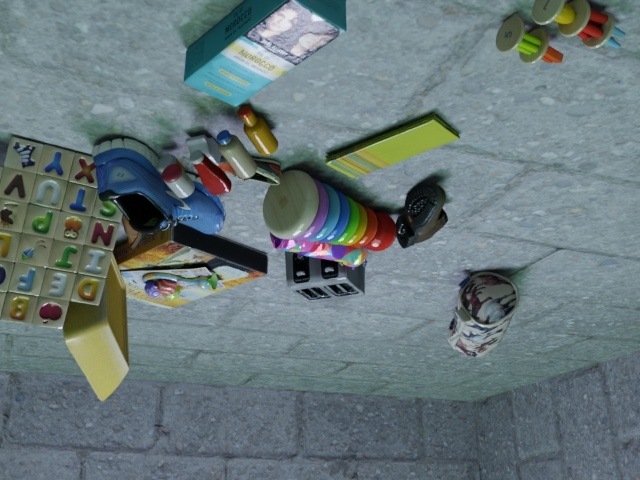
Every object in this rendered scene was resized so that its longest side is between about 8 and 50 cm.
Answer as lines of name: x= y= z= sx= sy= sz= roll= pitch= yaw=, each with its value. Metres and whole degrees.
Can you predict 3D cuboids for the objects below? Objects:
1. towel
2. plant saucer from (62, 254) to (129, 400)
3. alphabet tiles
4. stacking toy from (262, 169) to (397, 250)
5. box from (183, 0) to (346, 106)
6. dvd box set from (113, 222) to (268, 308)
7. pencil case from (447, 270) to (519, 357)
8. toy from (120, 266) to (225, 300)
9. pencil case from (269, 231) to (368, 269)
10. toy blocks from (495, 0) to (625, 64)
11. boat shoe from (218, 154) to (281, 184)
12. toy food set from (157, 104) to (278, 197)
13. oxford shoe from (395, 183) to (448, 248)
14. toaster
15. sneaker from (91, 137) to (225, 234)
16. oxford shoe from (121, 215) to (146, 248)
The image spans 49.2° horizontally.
towel: x=0.130 y=-0.172 z=1.299 sx=0.237 sy=0.021 sz=0.102 roll=-18 pitch=157 yaw=34
plant saucer: x=-0.499 y=0.147 z=1.588 sx=0.081 sy=0.332 sz=0.332 roll=-9 pitch=146 yaw=-7
alphabet tiles: x=-0.530 y=-0.008 z=1.312 sx=0.285 sy=0.342 sz=0.011 roll=14 pitch=-176 yaw=-30
stacking toy: x=0.040 y=-0.046 z=1.481 sx=0.141 sy=0.141 sz=0.330 roll=-20 pitch=157 yaw=39
box: x=-0.083 y=-0.279 z=0.983 sx=0.101 sy=0.060 sz=0.244 roll=19 pitch=150 yaw=-39
dvd box set: x=-0.389 y=0.076 z=1.819 sx=0.421 sy=0.062 sz=0.308 roll=-20 pitch=150 yaw=38
pencil case: x=0.466 y=0.229 z=2.066 sx=0.184 sy=0.159 sz=0.410 roll=-18 pitch=157 yaw=-2
toy: x=-0.376 y=0.117 z=1.767 sx=0.238 sy=0.056 sz=0.137 roll=-6 pitch=154 yaw=13
pencil case: x=0.000 y=0.000 z=1.593 sx=0.237 sy=0.104 sz=0.104 roll=16 pitch=152 yaw=-28
toy blocks: x=0.342 y=-0.285 z=0.985 sx=0.148 sy=0.054 sz=0.123 roll=13 pitch=153 yaw=-29
boat shoe: x=-0.143 y=-0.135 z=1.347 sx=0.137 sy=0.043 sz=0.049 roll=7 pitch=158 yaw=-13
toy food set: x=-0.202 y=-0.152 z=1.229 sx=0.233 sy=0.111 sz=0.104 roll=-9 pitch=144 yaw=21
oxford shoe: x=0.232 y=-0.063 z=1.504 sx=0.096 sy=0.082 sz=0.227 roll=-15 pitch=161 yaw=-15
toaster: x=0.017 y=0.081 z=1.777 sx=0.168 sy=0.110 sz=0.186 roll=-9 pitch=156 yaw=21
sneaker: x=-0.315 y=-0.067 z=1.373 sx=0.130 sy=0.147 sz=0.330 roll=-15 pitch=154 yaw=31
oxford shoe: x=-0.410 y=-0.043 z=1.556 sx=0.076 sy=0.076 sz=0.212 roll=36 pitch=152 yaw=-6
